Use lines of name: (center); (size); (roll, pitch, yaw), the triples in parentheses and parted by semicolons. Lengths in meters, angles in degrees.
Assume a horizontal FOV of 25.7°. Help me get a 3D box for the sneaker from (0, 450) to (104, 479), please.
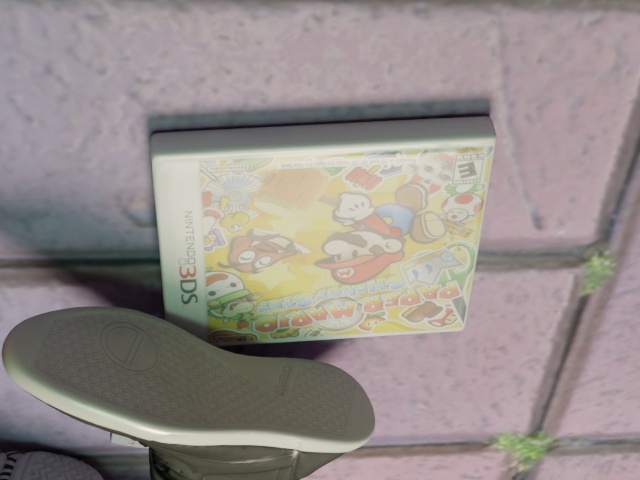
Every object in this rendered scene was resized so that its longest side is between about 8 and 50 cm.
sneaker: (-0.205, 0.307, 1.208); (0.366, 0.137, 0.210); (19, 129, -32)

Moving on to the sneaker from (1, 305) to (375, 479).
sneaker: (-0.115, 0.141, 1.029); (0.295, 0.105, 0.147); (16, 133, -34)

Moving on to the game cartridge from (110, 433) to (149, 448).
game cartridge: (-0.128, 0.149, 1.138); (0.083, 0.017, 0.056); (4, 134, -13)

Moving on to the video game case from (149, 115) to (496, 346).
video game case: (0.000, 0.000, 0.984); (0.227, 0.026, 0.206); (-4, 138, -5)
